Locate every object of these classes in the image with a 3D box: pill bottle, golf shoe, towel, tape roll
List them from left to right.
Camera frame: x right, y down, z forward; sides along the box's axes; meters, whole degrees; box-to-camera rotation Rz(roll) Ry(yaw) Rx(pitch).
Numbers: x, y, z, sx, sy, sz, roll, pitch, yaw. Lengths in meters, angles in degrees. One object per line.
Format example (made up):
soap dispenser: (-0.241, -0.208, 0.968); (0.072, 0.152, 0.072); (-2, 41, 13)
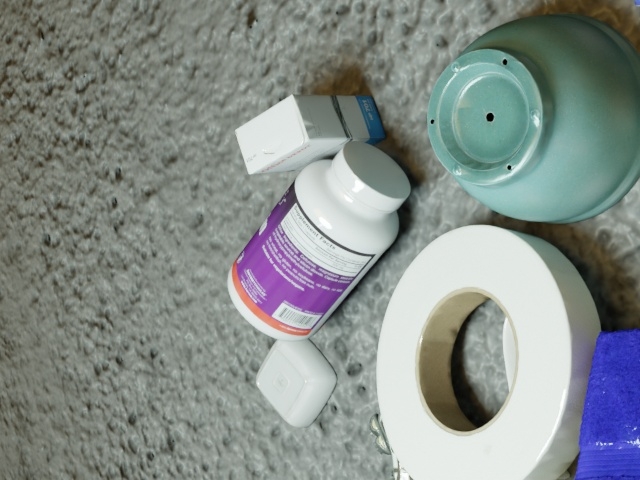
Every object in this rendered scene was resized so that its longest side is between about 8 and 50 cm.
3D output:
pill bottle: (0.000, 0.000, 1.656); (0.181, 0.181, 0.323); (54, 125, 24)
golf shoe: (0.152, 0.338, 1.623); (0.094, 0.077, 0.198); (-47, 65, 34)
tape roll: (0.224, 0.173, 1.471); (0.392, 0.072, 0.392); (-18, 68, 51)
towel: (0.385, 0.233, 1.184); (0.228, 0.076, 0.308); (-9, 53, 43)

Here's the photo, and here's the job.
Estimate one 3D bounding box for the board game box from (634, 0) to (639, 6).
board game box: (0.490, -0.458, 1.203); (0.318, 0.066, 0.318); (-5, 99, 48)

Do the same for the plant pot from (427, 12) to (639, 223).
plant pot: (0.266, -0.161, 1.395); (0.293, 0.196, 0.293); (5, 98, 42)

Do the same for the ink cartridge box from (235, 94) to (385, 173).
ink cartridge box: (-0.015, -0.166, 1.646); (0.140, 0.191, 0.082); (-25, 78, 40)

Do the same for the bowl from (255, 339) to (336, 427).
bowl: (-0.052, 0.240, 1.811); (0.142, 0.053, 0.142); (47, 122, 30)

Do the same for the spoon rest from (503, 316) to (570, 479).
spoon rest: (0.312, 0.201, 1.462); (0.137, 0.084, 0.276); (6, 99, 43)
